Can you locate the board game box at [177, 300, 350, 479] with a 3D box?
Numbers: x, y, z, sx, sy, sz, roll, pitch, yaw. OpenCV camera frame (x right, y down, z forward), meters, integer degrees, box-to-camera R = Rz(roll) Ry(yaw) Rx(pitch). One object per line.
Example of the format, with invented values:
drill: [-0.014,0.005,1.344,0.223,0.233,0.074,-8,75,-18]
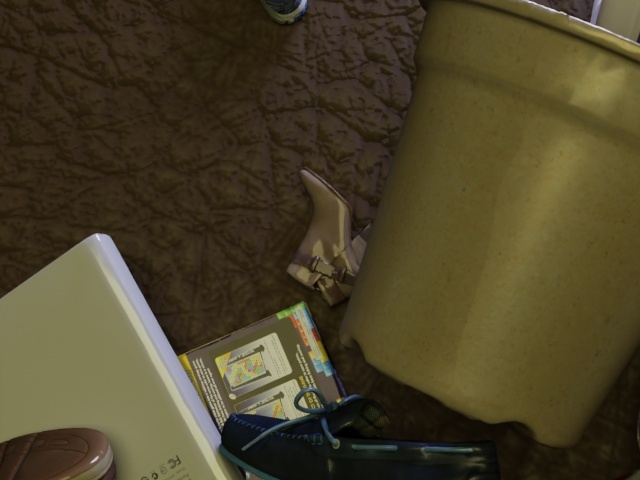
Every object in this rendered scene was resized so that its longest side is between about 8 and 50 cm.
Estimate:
board game box: [-0.043,0.162,1.227,0.141,0.048,0.170,-23,78,2]

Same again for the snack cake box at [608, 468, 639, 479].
snack cake box: [0.150,0.281,1.099,0.264,0.152,0.089,-27,77,18]

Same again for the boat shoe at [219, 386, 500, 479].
boat shoe: [0.037,0.171,1.124,0.258,0.109,0.089,11,94,25]

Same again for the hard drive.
hard drive: [-0.202,0.177,1.215,0.203,0.040,0.307,-34,77,14]

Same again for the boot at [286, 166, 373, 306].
boot: [0.000,0.000,1.260,0.118,0.042,0.087,42,87,11]

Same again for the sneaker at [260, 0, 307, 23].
sneaker: [-0.061,-0.275,1.310,0.052,0.058,0.135,-41,78,-4]

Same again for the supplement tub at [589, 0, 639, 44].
supplement tub: [0.413,-0.224,1.173,0.325,0.235,0.235,13,80,7]

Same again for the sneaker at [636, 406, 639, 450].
sneaker: [0.330,0.087,1.115,0.095,0.104,0.236,23,73,26]

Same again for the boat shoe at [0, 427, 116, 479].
boat shoe: [-0.312,0.280,1.183,0.342,0.123,0.123,-29,110,7]

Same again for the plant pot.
plant pot: [0.176,-0.006,1.130,0.334,0.334,0.305,24,93,9]
